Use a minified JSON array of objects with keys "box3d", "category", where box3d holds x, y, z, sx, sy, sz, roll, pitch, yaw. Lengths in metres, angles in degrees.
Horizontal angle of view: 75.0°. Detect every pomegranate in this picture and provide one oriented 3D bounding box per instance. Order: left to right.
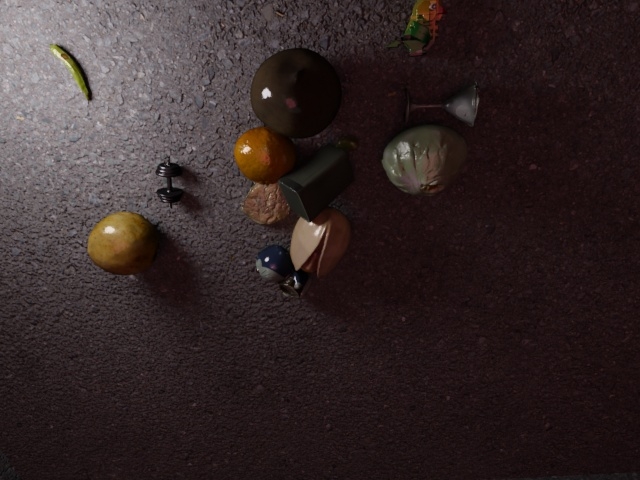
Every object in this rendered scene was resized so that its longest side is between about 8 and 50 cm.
[{"box3d":[-0.774,0.013,1.644,0.261,0.260,0.260,1,116,3],"category":"pomegranate"}]

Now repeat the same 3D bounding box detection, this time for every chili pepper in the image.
[{"box3d":[-0.866,-0.594,1.457,0.049,0.043,0.208,-28,112,2],"category":"chili pepper"}]

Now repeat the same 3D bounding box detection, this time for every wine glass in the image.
[{"box3d":[0.399,-0.453,1.404,0.232,0.156,0.156,1,116,8],"category":"wine glass"}]

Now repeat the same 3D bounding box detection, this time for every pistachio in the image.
[{"box3d":[0.000,0.000,1.599,0.230,0.230,0.308,20,118,-7],"category":"pistachio"}]

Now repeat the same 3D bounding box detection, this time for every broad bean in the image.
[{"box3d":[0.098,-0.351,1.522,0.083,0.045,0.063,-9,127,16],"category":"broad bean"}]

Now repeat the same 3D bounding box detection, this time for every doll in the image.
[{"box3d":[0.311,-0.671,1.315,0.134,0.106,0.186,29,115,2],"category":"doll"}]

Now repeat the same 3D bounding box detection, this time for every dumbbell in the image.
[{"box3d":[-0.577,-0.220,1.593,0.099,0.099,0.208,7,115,0],"category":"dumbbell"}]

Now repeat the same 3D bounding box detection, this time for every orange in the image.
[{"box3d":[-0.195,-0.296,1.465,0.219,0.193,0.219,-1,161,0],"category":"orange"}]

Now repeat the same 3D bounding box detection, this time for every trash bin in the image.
[{"box3d":[-0.007,-0.206,1.480,0.240,0.122,0.164,-41,141,-17],"category":"trash bin"}]

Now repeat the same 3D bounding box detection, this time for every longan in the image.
[{"box3d":[-0.080,-0.465,1.338,0.298,0.297,0.297,1,116,3],"category":"longan"}]

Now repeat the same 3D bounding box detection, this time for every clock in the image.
[{"box3d":[-0.160,0.127,1.715,0.243,0.146,0.200,47,153,-23],"category":"clock"}]

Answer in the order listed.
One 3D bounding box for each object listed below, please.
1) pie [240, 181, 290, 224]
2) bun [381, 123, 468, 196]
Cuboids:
[{"box3d":[-0.206,-0.151,1.632,0.185,0.052,0.218,32,112,-10],"category":"pie"},{"box3d":[0.361,-0.247,1.439,0.293,0.187,0.293,5,143,4],"category":"bun"}]
